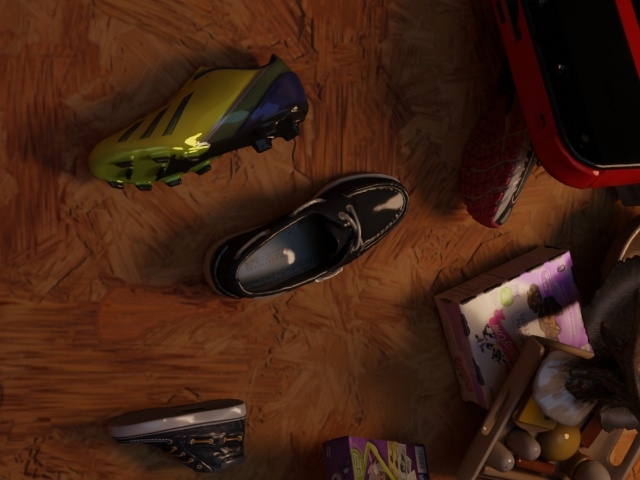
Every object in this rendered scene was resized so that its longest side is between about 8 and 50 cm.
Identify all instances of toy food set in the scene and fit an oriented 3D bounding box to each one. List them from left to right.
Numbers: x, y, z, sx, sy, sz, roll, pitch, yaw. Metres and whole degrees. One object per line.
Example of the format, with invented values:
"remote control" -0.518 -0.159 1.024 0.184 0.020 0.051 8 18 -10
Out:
"toy food set" 0.347 0.267 1.848 0.306 0.092 0.220 19 102 -40

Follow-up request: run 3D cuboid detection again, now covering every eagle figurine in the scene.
"eagle figurine" 0.438 0.161 1.764 0.225 0.298 0.226 37 110 10

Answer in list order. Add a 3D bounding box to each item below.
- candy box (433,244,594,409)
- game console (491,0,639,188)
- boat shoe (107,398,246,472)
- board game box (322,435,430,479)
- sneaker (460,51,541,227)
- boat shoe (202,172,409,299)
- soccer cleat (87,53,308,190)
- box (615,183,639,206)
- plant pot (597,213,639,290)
"candy box" 0.273 0.120 1.857 0.196 0.070 0.165 -24 107 -23
"game console" 0.398 -0.262 1.780 0.342 0.060 0.387 -5 74 -30
"boat shoe" -0.174 0.252 1.645 0.183 0.065 0.083 -5 96 -28
"board game box" 0.096 0.429 1.689 0.208 0.056 0.347 24 54 -59
"sneaker" 0.290 -0.152 1.808 0.112 0.121 0.299 28 82 -29
"boat shoe" 0.000 0.000 1.691 0.302 0.091 0.114 -29 108 -21
"soccer cleat" -0.155 -0.148 1.614 0.289 0.093 0.121 -20 74 -19
"box" 0.482 -0.113 1.914 0.087 0.101 0.102 -38 111 -31
"plant pot" 0.486 0.065 1.939 0.237 0.109 0.237 -3 96 -27
